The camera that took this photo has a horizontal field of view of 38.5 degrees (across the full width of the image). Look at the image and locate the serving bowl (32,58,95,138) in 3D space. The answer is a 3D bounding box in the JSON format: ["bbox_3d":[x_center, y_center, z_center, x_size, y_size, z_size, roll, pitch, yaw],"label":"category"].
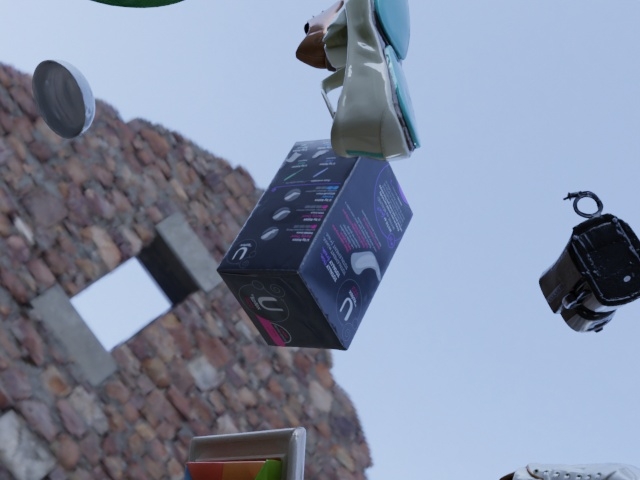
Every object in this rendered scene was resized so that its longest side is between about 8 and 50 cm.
[{"bbox_3d":[-0.259,-0.147,0.943,0.083,0.027,0.083,19,-57,32],"label":"serving bowl"}]

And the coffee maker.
[{"bbox_3d":[0.403,0.037,1.365,0.120,0.171,0.178,0,-19,-2],"label":"coffee maker"}]

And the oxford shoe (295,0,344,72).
[{"bbox_3d":[0.020,-0.317,1.326,0.076,0.212,0.076,10,-50,15],"label":"oxford shoe"}]

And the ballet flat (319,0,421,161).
[{"bbox_3d":[0.037,-0.161,0.812,0.086,0.248,0.086,1,-43,1],"label":"ballet flat"}]

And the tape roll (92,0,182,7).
[{"bbox_3d":[-0.199,-0.347,0.771,0.321,0.077,0.321,15,-34,11],"label":"tape roll"}]

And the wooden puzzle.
[{"bbox_3d":[-0.093,0.303,0.918,0.238,0.044,0.221,-22,-121,53],"label":"wooden puzzle"}]

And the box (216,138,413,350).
[{"bbox_3d":[0.000,0.000,1.292,0.143,0.270,0.165,-1,-46,34],"label":"box"}]

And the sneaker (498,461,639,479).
[{"bbox_3d":[0.343,0.362,1.274,0.290,0.123,0.106,142,-50,-68],"label":"sneaker"}]
